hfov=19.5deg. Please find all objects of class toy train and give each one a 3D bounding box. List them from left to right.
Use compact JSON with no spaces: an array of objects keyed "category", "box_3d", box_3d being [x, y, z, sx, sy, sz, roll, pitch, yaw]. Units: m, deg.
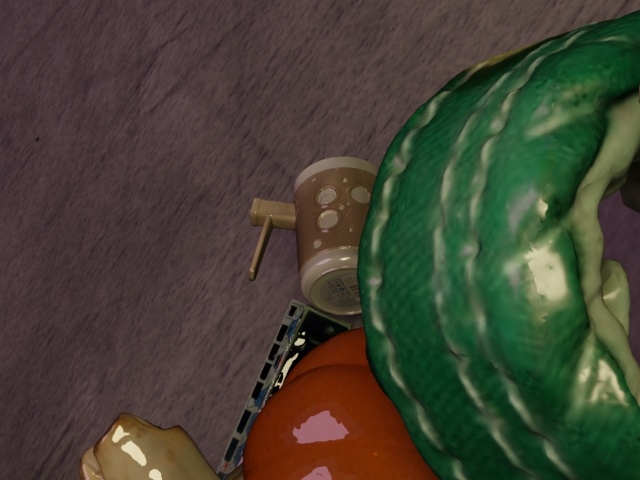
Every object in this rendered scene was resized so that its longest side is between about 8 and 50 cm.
[{"category":"toy train","box_3d":[-0.040,0.147,1.372,0.047,0.043,0.208,15,81,63]}]

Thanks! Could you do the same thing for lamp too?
[{"category":"lamp","box_3d":[0.055,0.153,1.026,0.196,0.223,0.223,-22,49,39]}]

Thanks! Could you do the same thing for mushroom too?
[{"category":"mushroom","box_3d":[-0.076,0.194,1.212,0.204,0.204,0.204,-39,37,38]}]

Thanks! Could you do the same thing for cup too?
[{"category":"cup","box_3d":[0.004,-0.005,1.357,0.074,0.102,0.099,125,151,-42]}]

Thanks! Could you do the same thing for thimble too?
[{"category":"thimble","box_3d":[0.164,0.032,0.895,0.254,0.288,0.167,-46,15,-27]}]

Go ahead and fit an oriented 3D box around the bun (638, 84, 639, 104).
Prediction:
[{"category":"bun","box_3d":[0.287,-0.074,0.733,0.362,0.326,0.234,-64,2,-17]}]
